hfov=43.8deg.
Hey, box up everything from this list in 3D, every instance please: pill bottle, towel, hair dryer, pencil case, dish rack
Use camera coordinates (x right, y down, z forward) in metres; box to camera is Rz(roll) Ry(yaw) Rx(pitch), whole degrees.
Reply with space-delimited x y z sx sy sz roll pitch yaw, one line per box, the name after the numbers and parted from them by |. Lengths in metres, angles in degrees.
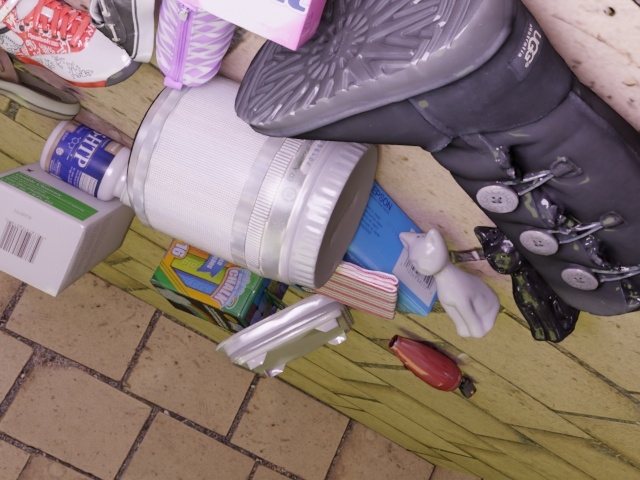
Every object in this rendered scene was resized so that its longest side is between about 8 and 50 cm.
-0.411 -0.138 1.480 0.187 0.112 0.112 27 162 -4 | pill bottle
0.050 0.066 1.202 0.144 0.029 0.197 21 164 11 | towel
0.233 0.299 1.877 0.224 0.080 0.293 16 159 32 | hair dryer
-0.133 -0.238 0.853 0.086 0.088 0.206 18 165 -8 | pencil case
-0.052 0.206 1.669 0.072 0.286 0.333 62 179 14 | dish rack

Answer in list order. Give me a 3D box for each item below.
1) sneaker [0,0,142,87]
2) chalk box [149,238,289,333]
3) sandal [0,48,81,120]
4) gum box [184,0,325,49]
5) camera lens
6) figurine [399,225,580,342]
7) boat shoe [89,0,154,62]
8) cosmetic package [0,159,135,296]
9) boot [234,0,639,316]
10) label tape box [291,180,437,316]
-0.363 -0.285 1.037 0.270 0.090 0.145 19 164 30 | sneaker
-0.177 0.091 1.701 0.289 0.179 0.180 19 160 17 | chalk box
-0.515 -0.285 1.264 0.303 0.086 0.120 20 -156 -43 | sandal
-0.081 -0.257 0.688 0.188 0.062 0.107 25 125 5 | gum box
-0.090 -0.080 1.020 0.274 0.219 0.219 23 162 13 | camera lens
0.236 0.050 1.153 0.215 0.092 0.209 -3 139 43 | figurine
-0.220 -0.261 0.883 0.070 0.077 0.219 0 170 -13 | boat shoe
-0.499 -0.045 1.534 0.197 0.155 0.365 26 -165 -4 | cosmetic package
0.168 -0.074 0.847 0.445 0.146 0.367 33 164 -33 | boot
0.000 0.000 1.305 0.348 0.115 0.249 10 156 45 | label tape box
